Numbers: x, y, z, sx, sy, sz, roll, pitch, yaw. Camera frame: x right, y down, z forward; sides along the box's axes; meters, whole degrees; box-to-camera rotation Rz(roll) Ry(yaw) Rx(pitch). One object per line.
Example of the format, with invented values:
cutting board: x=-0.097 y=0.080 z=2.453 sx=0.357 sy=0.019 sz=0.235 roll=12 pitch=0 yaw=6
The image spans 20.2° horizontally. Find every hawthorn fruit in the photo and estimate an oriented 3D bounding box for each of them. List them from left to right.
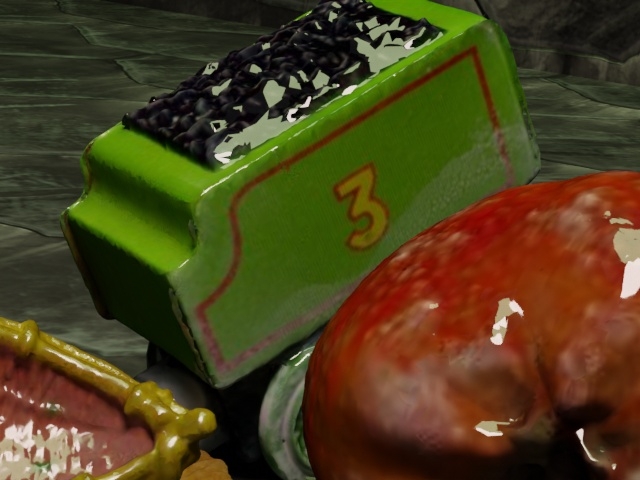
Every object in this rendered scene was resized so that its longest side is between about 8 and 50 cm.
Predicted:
hawthorn fruit: x=0.141 y=0.099 z=0.881 sx=0.284 sy=0.284 sz=0.284 roll=5 pitch=14 yaw=-1

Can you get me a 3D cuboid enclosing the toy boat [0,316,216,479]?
toy boat: x=-0.216 y=0.086 z=0.903 sx=0.318 sy=0.141 sz=0.099 roll=9 pitch=-28 yaw=-24

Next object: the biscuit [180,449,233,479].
biscuit: x=-0.132 y=0.158 z=0.963 sx=0.224 sy=0.033 sz=0.144 roll=-9 pitch=19 yaw=-37

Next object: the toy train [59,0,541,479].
toy train: x=0.000 y=0.000 z=1.116 sx=0.307 sy=0.249 sz=0.173 roll=-33 pitch=34 yaw=-21
